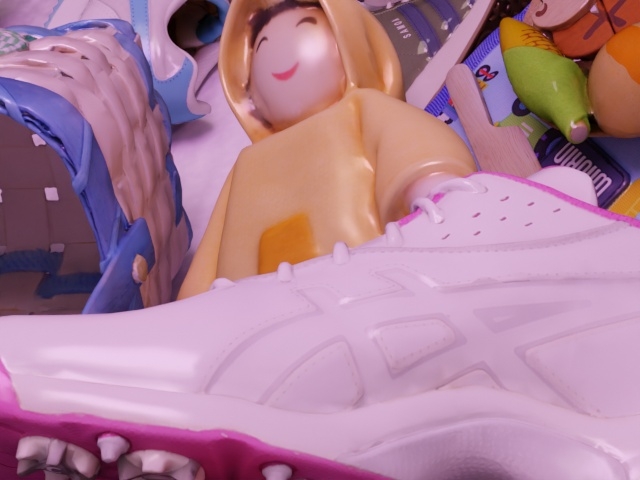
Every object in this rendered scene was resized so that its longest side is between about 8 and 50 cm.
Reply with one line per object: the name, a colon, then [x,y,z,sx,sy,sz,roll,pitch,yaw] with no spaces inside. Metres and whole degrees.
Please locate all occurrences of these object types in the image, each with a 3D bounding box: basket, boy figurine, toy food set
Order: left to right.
basket: [-0.194,0.020,0.724,0.255,0.201,0.289,-3,34,16]
boy figurine: [0.000,0.000,0.702,0.177,0.092,0.285,-24,49,41]
toy food set: [0.131,-0.097,0.689,0.192,0.038,0.132,-37,41,15]

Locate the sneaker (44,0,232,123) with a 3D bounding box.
sneaker: [-0.090,-0.149,0.962,0.092,0.087,0.228,1,52,11]

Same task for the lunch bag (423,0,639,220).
lunch bag: [0.153,-0.024,0.727,0.293,0.138,0.221,-40,42,-3]

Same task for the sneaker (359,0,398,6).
sneaker: [0.087,-0.183,0.946,0.161,0.057,0.075,-39,40,-25]

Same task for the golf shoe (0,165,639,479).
golf shoe: [0.028,0.040,0.561,0.306,0.115,0.140,7,64,-12]

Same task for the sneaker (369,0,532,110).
sneaker: [0.054,-0.108,0.871,0.086,0.064,0.192,19,57,28]
